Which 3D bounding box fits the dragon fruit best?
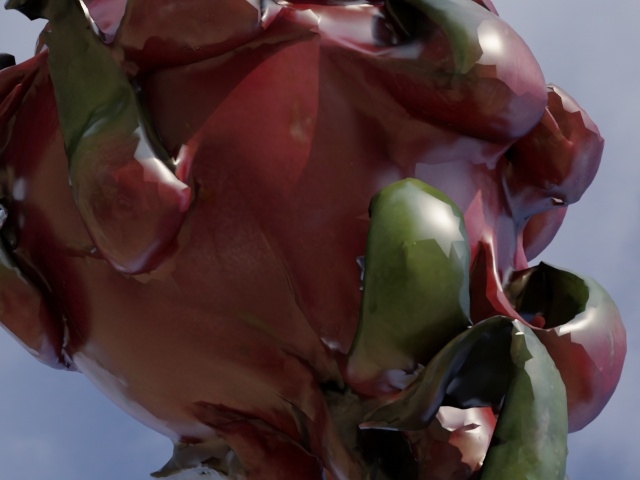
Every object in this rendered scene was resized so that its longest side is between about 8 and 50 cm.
[{"bbox_3d":[0.003,-0.007,0.514,0.273,0.198,0.218,30,-31,30],"label":"dragon fruit"}]
